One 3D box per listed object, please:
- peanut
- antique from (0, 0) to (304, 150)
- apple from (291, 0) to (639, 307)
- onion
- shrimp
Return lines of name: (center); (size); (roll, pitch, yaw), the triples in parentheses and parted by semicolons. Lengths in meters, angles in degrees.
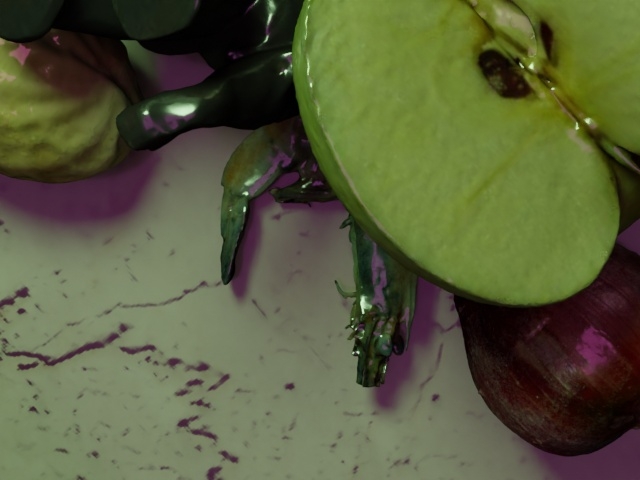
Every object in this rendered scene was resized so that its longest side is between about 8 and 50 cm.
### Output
peanut: (-0.273, -0.140, 1.361); (0.313, 0.149, 0.149); (22, 95, 7)
antique: (-0.104, -0.215, 1.290); (0.185, 0.255, 0.322); (-35, 76, 29)
apple: (0.136, -0.118, 1.225); (0.258, 0.233, 0.295); (46, 104, 5)
onion: (0.158, 0.054, 1.335); (0.195, 0.159, 0.159); (40, 95, 5)
shrimp: (0.000, 0.000, 1.398); (0.150, 0.051, 0.217); (-4, 85, 7)
